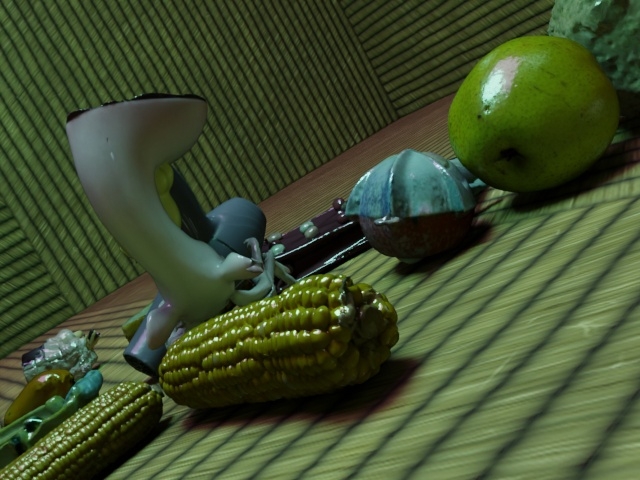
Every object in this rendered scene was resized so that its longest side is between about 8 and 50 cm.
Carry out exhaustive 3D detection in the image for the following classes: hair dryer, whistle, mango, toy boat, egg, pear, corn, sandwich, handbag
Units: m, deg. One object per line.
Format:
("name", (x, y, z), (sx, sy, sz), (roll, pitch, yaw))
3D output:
("hair dryer", (-0.231, -0.015, 0.948), (0.121, 0.361, 0.301), (8, 52, 36))
("whistle", (0.141, -0.056, 0.878), (0.142, 0.133, 0.346), (-28, -1, 29))
("mango", (-0.431, 0.248, 1.049), (0.127, 0.077, 0.063), (-43, 34, -4))
("toy boat", (-0.356, 0.254, 0.784), (0.276, 0.084, 0.111), (-31, 11, 8))
("egg", (0.424, -0.290, 0.849), (0.279, 0.279, 0.310), (-33, -16, -22))
("pear", (0.250, -0.145, 0.812), (0.198, 0.198, 0.198), (-28, 9, 5))
("corn", (-0.054, 0.101, 0.634), (0.313, 0.102, 0.102), (-21, 12, 48))
("sandwich", (-0.237, 0.115, 1.226), (0.215, 0.065, 0.186), (-25, 10, 29))
("handbag", (-0.002, -0.002, 1.128), (0.216, 0.074, 0.203), (-30, 11, 1))
("corn", (-0.246, 0.213, 0.698), (0.207, 0.068, 0.068), (-34, 10, -37))

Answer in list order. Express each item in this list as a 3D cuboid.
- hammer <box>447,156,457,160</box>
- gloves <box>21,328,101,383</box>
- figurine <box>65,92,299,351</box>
("hammer", (0.184, -0.084, 1.161), (0.125, 0.027, 0.297), (-31, 8, 19))
("gloves", (-0.482, 0.226, 1.277), (0.144, 0.094, 0.110), (-10, 17, -3))
("figurine", (-0.146, 0.002, 0.819), (0.206, 0.315, 0.284), (-18, -3, 0))
